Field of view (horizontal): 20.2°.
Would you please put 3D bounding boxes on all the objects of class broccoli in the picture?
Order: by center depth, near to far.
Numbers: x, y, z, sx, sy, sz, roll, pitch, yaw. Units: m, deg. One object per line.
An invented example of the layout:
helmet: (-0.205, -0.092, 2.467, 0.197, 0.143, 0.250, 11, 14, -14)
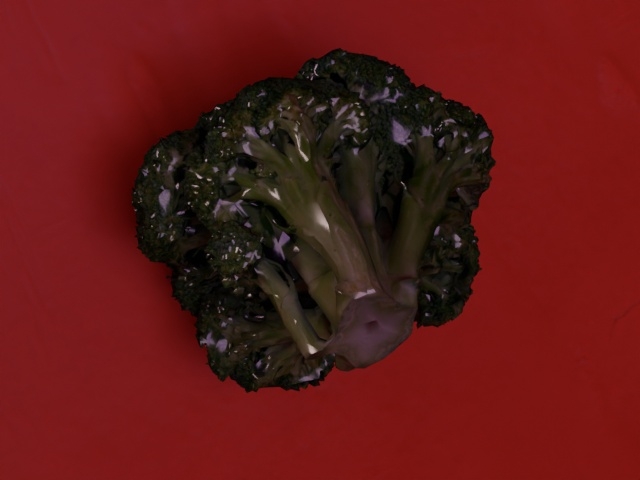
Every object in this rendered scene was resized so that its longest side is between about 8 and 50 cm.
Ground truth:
broccoli: (0.000, 0.000, 1.453, 0.308, 0.275, 0.308, -9, 132, -11)
